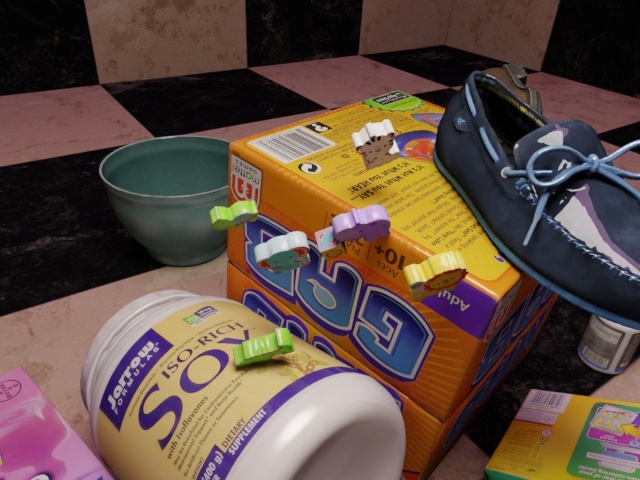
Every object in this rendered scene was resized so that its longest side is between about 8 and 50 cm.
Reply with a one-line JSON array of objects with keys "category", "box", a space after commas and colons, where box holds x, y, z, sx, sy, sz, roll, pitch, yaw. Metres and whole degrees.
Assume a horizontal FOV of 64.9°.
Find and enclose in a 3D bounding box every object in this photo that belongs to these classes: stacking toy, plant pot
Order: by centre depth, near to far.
[{"category": "stacking toy", "box": [0.000, 0.000, 0.467, 0.221, 0.052, 0.167, -22, 60, 10]}, {"category": "plant pot", "box": [-0.283, -0.073, 1.038, 0.293, 0.196, 0.293, 3, 32, -2]}]

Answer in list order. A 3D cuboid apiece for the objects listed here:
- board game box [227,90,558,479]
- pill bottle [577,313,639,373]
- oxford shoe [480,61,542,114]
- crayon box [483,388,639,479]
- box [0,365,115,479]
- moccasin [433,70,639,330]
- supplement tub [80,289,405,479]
[{"category": "board game box", "box": [0.117, 0.042, 0.720, 0.356, 0.356, 0.356, 32, 42, 30]}, {"category": "pill bottle", "box": [0.481, 0.144, 0.821, 0.078, 0.137, 0.078, 3, 33, -2]}, {"category": "oxford shoe", "box": [0.242, -0.172, 0.685, 0.096, 0.083, 0.227, -5, 33, 9]}, {"category": "crayon box", "box": [0.352, 0.265, 0.566, 0.278, 0.081, 0.165, -5, 19, 45]}, {"category": "box", "box": [-0.365, 0.291, 0.538, 0.243, 0.117, 0.213, 28, 40, 33]}, {"category": "moccasin", "box": [0.207, -0.063, 0.478, 0.137, 0.117, 0.342, -9, 40, -23]}, {"category": "supplement tub", "box": [-0.101, 0.202, 0.562, 0.331, 0.241, 0.241, 20, 35, 41]}]
